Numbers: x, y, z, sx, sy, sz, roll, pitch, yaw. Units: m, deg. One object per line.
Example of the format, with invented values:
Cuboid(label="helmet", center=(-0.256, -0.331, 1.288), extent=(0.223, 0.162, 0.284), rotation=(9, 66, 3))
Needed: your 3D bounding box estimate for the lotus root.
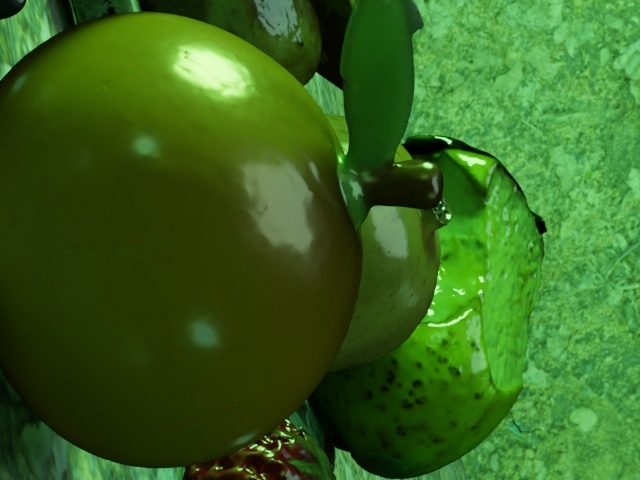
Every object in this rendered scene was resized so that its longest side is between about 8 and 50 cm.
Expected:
Cuboid(label="lotus root", center=(-0.077, -0.183, 1.343), extent=(0.214, 0.138, 0.138), rotation=(62, 12, -17))

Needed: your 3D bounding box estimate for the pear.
Cuboid(label="pear", center=(0.038, 0.062, 1.463), extent=(0.164, 0.238, 0.255), rotation=(58, 38, -49))

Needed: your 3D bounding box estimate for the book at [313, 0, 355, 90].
Cuboid(label="book", center=(-0.063, -0.272, 1.391), extent=(0.262, 0.028, 0.374), rotation=(38, -19, 38))

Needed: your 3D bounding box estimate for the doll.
Cuboid(label="doll", center=(-0.046, -0.007, 0.850), extent=(0.213, 0.236, 0.213), rotation=(-14, 90, -79))

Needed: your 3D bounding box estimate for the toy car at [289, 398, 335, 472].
Cuboid(label="toy car", center=(-0.018, 0.161, 1.386), extent=(0.093, 0.058, 0.186), rotation=(-93, 166, -59))

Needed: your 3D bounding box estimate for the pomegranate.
Cuboid(label="pomegranate", center=(-0.004, 0.000, 1.304), extent=(0.191, 0.191, 0.191), rotation=(-14, 90, -82))

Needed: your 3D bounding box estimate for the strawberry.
Cuboid(label="strawberry", center=(-0.030, 0.178, 1.183), extent=(0.145, 0.086, 0.145), rotation=(-15, 90, -83))

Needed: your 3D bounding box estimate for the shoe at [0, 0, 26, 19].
Cuboid(label="shoe", center=(-0.172, -0.093, 0.582), extent=(0.227, 0.112, 0.099), rotation=(8, 70, -83))

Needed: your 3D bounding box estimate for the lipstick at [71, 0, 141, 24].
Cuboid(label="lipstick", center=(-0.126, -0.122, 1.146), extent=(0.051, 0.051, 0.312), rotation=(-78, 154, -75))
